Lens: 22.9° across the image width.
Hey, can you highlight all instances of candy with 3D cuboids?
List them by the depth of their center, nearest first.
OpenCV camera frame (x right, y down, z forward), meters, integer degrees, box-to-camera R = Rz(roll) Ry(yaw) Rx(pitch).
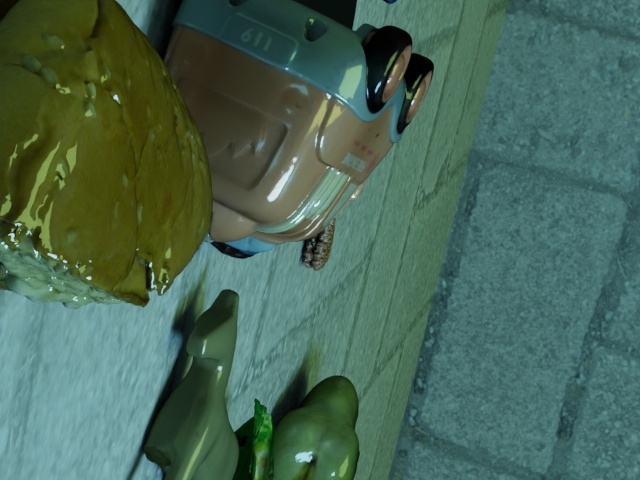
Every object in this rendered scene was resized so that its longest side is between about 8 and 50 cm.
[{"bbox_3d":[-0.101,0.271,1.718,0.141,0.078,0.203,-52,170,-36],"label":"candy"}]

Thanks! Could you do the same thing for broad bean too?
[{"bbox_3d":[0.000,0.280,2.119,0.263,0.121,0.189,-43,151,-73],"label":"broad bean"}]

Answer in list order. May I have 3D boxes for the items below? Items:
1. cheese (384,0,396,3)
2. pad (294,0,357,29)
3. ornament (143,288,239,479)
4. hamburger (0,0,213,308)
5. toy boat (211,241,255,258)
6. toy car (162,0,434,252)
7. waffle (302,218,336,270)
[{"bbox_3d":[0.164,-0.430,1.915,0.329,0.129,0.217,-57,167,-19],"label":"cheese"},{"bbox_3d":[-0.010,-0.220,1.650,0.367,0.007,0.247,-57,160,-56],"label":"pad"},{"bbox_3d":[-0.123,0.186,1.516,0.230,0.061,0.244,82,27,-60],"label":"ornament"},{"bbox_3d":[-0.153,-0.045,0.817,0.282,0.155,0.245,-69,162,-50],"label":"hamburger"},{"bbox_3d":[-0.068,-0.018,1.493,0.061,0.060,0.137,-54,167,7],"label":"toy boat"},{"bbox_3d":[-0.040,-0.094,1.263,0.212,0.181,0.270,-64,169,3],"label":"toy car"},{"bbox_3d":[0.000,0.000,1.956,0.083,0.029,0.075,46,61,-80],"label":"waffle"}]
